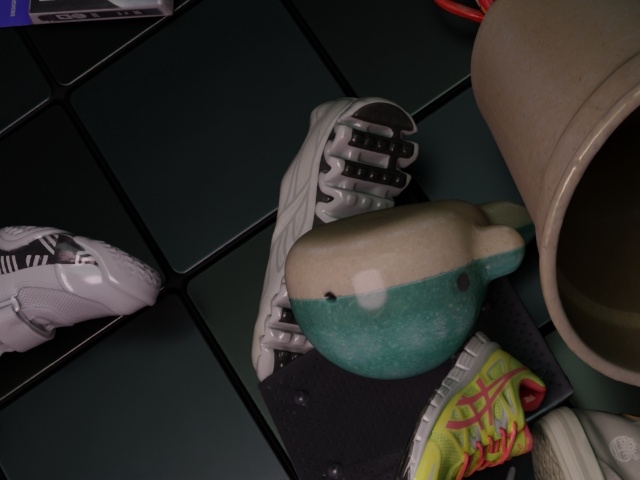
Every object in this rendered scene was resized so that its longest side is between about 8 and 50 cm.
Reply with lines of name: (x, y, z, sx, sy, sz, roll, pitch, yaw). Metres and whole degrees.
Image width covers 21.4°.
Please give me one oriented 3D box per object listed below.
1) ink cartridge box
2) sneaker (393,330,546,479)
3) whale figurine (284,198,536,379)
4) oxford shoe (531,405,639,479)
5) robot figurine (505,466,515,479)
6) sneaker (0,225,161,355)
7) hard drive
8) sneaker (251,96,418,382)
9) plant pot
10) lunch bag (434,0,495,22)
ink cartridge box: (-0.253, -0.331, 1.794, 0.208, 0.045, 0.206, -2, 75, 15)
sneaker: (0.130, 0.160, 1.415, 0.094, 0.081, 0.208, 29, 46, 10)
whale figurine: (0.092, 0.037, 1.489, 0.216, 0.272, 0.141, -8, 96, 38)
oxford shoe: (0.304, 0.340, 1.413, 0.130, 0.169, 0.449, -14, 70, -10)
robot figurine: (0.079, 0.349, 1.436, 0.353, 0.200, 0.300, -50, 36, -2)
sneaker: (-0.332, 0.099, 1.649, 0.365, 0.137, 0.210, 2, 76, 20)
hard drive: (0.087, 0.143, 1.544, 0.254, 0.054, 0.172, -27, 55, -1)
sneaker: (0.000, 0.000, 1.616, 0.118, 0.110, 0.292, 23, 93, 56)
plant pot: (0.283, -0.098, 1.437, 0.333, 0.334, 0.305, -33, 38, 3)
lunch bag: (0.205, -0.320, 1.627, 0.258, 0.120, 0.293, -34, 77, 10)
